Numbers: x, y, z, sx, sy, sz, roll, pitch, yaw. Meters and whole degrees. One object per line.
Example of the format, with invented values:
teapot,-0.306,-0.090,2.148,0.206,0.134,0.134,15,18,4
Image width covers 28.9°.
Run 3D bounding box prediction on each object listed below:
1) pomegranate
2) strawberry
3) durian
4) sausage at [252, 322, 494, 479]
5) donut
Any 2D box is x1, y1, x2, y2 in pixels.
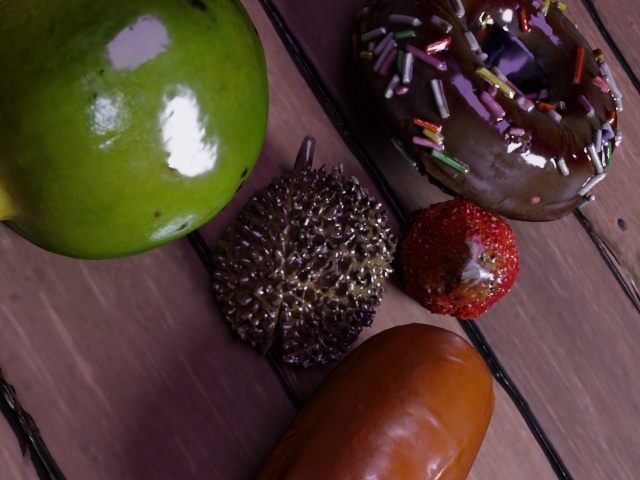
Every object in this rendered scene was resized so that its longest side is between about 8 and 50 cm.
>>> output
pomegranate,-0.177,-0.074,0.774,0.302,0.236,0.236,-38,92,-27
strawberry,0.111,0.019,0.985,0.106,0.106,0.106,15,61,-28
durian,0.000,0.000,0.928,0.148,0.091,0.188,14,60,-29
sausage,0.033,0.157,0.854,0.133,0.133,0.258,47,51,-7
donut,0.150,-0.139,1.070,0.270,0.103,0.269,23,47,-27
